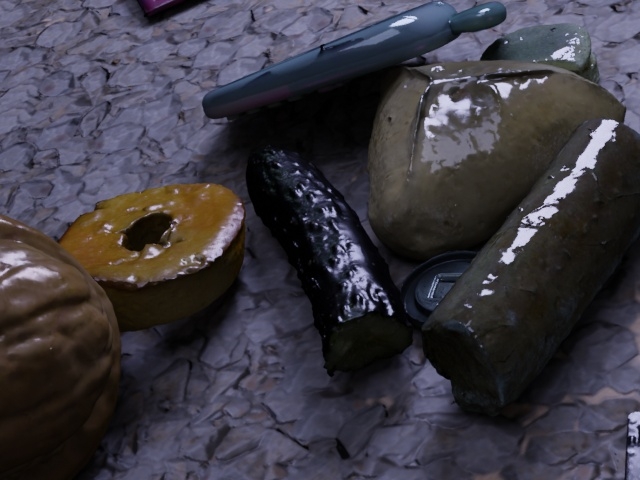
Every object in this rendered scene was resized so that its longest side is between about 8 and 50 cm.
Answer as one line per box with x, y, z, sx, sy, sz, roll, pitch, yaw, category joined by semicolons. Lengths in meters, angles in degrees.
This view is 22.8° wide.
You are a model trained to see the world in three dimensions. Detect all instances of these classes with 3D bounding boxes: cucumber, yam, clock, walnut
0.000;0.000;1.294;0.081;0.072;0.303;-22;36;-2;cucumber
0.167;0.017;1.181;0.093;0.093;0.259;14;48;37;yam
0.104;0.041;1.239;0.085;0.017;0.085;-13;37;10;clock
-0.274;0.094;1.186;0.257;0.257;0.224;-37;8;-21;walnut

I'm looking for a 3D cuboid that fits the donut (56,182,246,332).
-0.138;0.016;1.330;0.162;0.065;0.178;4;30;27;donut

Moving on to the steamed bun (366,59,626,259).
0.119;-0.084;1.317;0.231;0.110;0.212;1;41;29;steamed bun

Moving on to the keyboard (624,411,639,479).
0.222;0.185;1.007;0.061;0.013;0.204;-6;39;18;keyboard

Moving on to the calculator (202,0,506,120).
0.029;-0.170;1.455;0.299;0.041;0.185;-18;8;20;calculator

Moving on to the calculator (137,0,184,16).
-0.168;-0.320;1.808;0.127;0.034;0.190;-27;36;-5;calculator

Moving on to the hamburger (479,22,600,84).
0.193;-0.162;1.426;0.121;0.054;0.084;-5;40;31;hamburger
